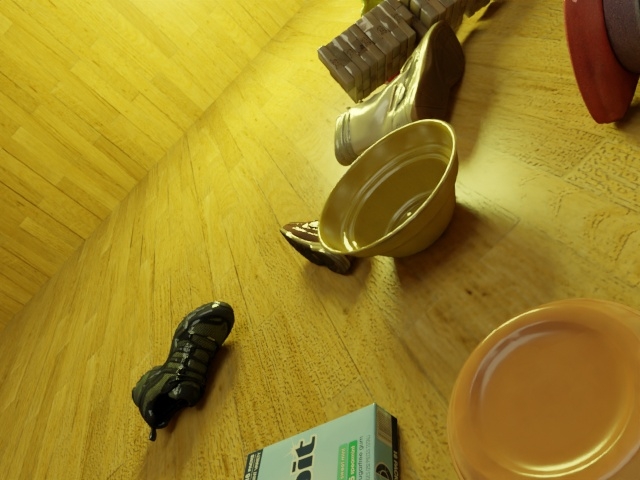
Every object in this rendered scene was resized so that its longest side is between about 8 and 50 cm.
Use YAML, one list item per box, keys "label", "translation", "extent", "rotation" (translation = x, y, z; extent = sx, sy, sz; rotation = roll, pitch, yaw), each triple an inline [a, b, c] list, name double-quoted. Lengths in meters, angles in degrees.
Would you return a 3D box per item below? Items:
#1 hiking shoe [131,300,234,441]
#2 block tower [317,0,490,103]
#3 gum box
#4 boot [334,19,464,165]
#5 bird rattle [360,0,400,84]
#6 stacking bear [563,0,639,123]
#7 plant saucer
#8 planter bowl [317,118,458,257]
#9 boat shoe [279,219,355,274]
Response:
- label: "hiking shoe"
  translation: [-0.201, 0.204, 0.839]
  extent: [0.227, 0.086, 0.114]
  rotation: [-53, 40, 4]
- label: "block tower"
  translation: [0.155, -0.384, 0.954]
  extent: [0.335, 0.091, 0.097]
  rotation: [-37, -16, -5]
- label: "gum box"
  translation: [-0.009, 0.260, 0.509]
  extent: [0.184, 0.041, 0.157]
  rotation: [-32, 31, 30]
- label: "boot"
  translation: [0.132, -0.249, 0.915]
  extent: [0.203, 0.095, 0.262]
  rotation: [-18, 42, 47]
- label: "bird rattle"
  translation: [0.158, -0.430, 1.081]
  extent: [0.206, 0.143, 0.254]
  rotation: [-18, 39, 18]
- label: "stacking bear"
  translation: [0.385, -0.226, 0.456]
  extent: [0.289, 0.164, 0.176]
  rotation: [2, 55, 51]
- label: "plant saucer"
  translation: [0.181, 0.126, 0.413]
  extent: [0.200, 0.037, 0.200]
  rotation: [-36, 30, 24]
- label: "planter bowl"
  translation: [0.105, -0.045, 0.686]
  extent: [0.217, 0.090, 0.217]
  rotation: [-36, 30, 24]
- label: "boat shoe"
  translation: [0.000, 0.000, 0.817]
  extent: [0.060, 0.064, 0.178]
  rotation: [-49, 33, -14]
